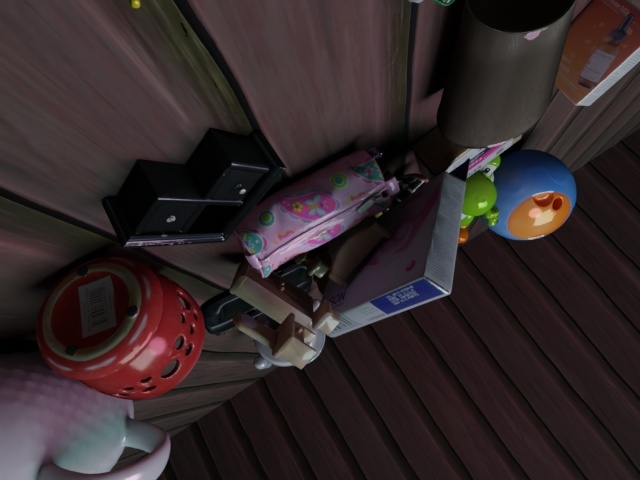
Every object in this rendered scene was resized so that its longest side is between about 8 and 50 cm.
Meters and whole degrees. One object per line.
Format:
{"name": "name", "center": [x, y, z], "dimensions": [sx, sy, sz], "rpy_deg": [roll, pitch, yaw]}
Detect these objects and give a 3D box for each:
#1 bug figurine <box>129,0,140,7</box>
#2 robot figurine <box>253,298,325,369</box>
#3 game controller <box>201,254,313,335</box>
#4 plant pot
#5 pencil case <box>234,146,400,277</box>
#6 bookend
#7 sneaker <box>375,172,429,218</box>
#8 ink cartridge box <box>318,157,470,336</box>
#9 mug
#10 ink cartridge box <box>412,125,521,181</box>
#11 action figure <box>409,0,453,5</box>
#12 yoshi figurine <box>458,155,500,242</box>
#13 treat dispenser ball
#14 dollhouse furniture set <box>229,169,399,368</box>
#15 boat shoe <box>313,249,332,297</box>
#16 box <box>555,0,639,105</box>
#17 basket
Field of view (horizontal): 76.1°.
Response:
{"name": "bug figurine", "center": [-0.184, -0.197, 0.146], "dimensions": [0.279, 0.072, 0.216], "rpy_deg": [-18, 150, -28]}
{"name": "robot figurine", "center": [-0.093, 0.306, 1.337], "dimensions": [0.300, 0.200, 0.353], "rpy_deg": [-40, 161, -5]}
{"name": "game controller", "center": [-0.156, 0.141, 1.070], "dimensions": [0.319, 0.067, 0.166], "rpy_deg": [-25, 145, -24]}
{"name": "plant pot", "center": [-0.290, 0.126, 0.600], "dimensions": [0.191, 0.191, 0.174], "rpy_deg": [-31, 154, -8]}
{"name": "pencil case", "center": [-0.009, -0.050, 0.713], "dimensions": [0.284, 0.124, 0.124], "rpy_deg": [-28, 161, -8]}
{"name": "bookend", "center": [-0.153, -0.069, 0.510], "dimensions": [0.157, 0.072, 0.156], "rpy_deg": [-44, 158, 28]}
{"name": "sneaker", "center": [0.204, -0.094, 1.040], "dimensions": [0.118, 0.107, 0.279], "rpy_deg": [-45, 171, -27]}
{"name": "ink cartridge box", "center": [0.137, 0.006, 0.816], "dimensions": [0.324, 0.071, 0.330], "rpy_deg": [-37, -155, 49]}
{"name": "mug", "center": [-0.415, 0.311, 0.613], "dimensions": [0.374, 0.276, 0.328], "rpy_deg": [4, 174, 12]}
{"name": "ink cartridge box", "center": [0.333, -0.220, 0.911], "dimensions": [0.235, 0.088, 0.193], "rpy_deg": [-38, 160, 11]}
{"name": "action figure", "center": [0.099, -0.296, 0.391], "dimensions": [0.137, 0.063, 0.232], "rpy_deg": [-44, 162, 20]}
{"name": "yoshi figurine", "center": [0.387, -0.101, 1.144], "dimensions": [0.204, 0.203, 0.362], "rpy_deg": [-22, 156, -12]}
{"name": "treat dispenser ball", "center": [0.648, -0.143, 1.305], "dimensions": [0.288, 0.288, 0.288], "rpy_deg": [-30, 161, -11]}
{"name": "dollhouse furniture set", "center": [0.000, 0.000, 0.782], "dimensions": [0.355, 0.174, 0.303], "rpy_deg": [-51, -165, 14]}
{"name": "boat shoe", "center": [0.028, 0.091, 1.122], "dimensions": [0.123, 0.120, 0.324], "rpy_deg": [-33, 168, -14]}
{"name": "box", "center": [0.548, -0.377, 0.810], "dimensions": [0.091, 0.130, 0.170], "rpy_deg": [-16, 154, -41]}
{"name": "basket", "center": [0.272, -0.271, 0.600], "dimensions": [0.204, 0.154, 0.227], "rpy_deg": [-35, 158, 1]}
